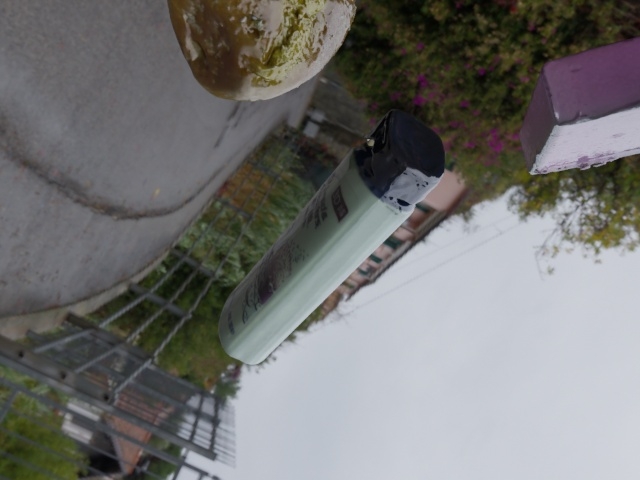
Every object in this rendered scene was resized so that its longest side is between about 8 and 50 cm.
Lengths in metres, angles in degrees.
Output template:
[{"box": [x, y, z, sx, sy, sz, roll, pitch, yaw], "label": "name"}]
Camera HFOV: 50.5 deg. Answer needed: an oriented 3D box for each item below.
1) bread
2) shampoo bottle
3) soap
[{"box": [-0.055, -0.309, 0.854, 0.246, 0.176, 0.196, -55, 139, -32], "label": "bread"}, {"box": [0.000, 0.000, 0.756, 0.359, 0.078, 0.134, -48, -158, 39], "label": "shampoo bottle"}, {"box": [0.345, -0.157, 0.817, 0.259, 0.181, 0.081, 31, 47, -76], "label": "soap"}]
